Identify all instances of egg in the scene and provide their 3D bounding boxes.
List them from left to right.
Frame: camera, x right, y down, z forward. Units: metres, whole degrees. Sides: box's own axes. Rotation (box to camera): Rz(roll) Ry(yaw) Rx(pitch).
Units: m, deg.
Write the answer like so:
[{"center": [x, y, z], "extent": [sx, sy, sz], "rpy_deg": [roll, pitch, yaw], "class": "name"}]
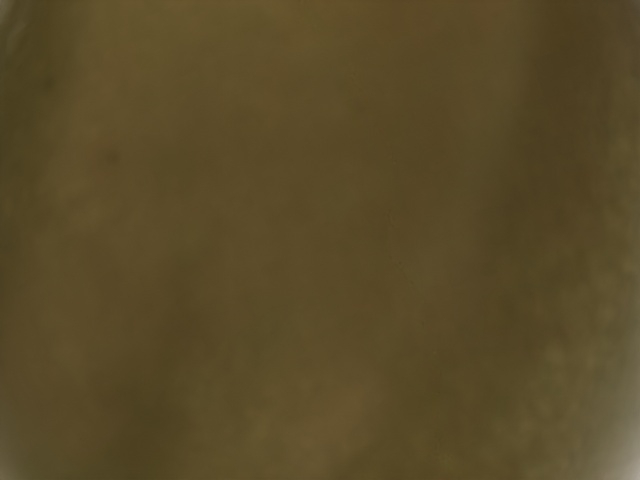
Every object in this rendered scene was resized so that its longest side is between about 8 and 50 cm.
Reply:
[{"center": [0.000, 0.000, 0.574], "extent": [0.258, 0.258, 0.352], "rpy_deg": [4, -94, 39], "class": "egg"}]
